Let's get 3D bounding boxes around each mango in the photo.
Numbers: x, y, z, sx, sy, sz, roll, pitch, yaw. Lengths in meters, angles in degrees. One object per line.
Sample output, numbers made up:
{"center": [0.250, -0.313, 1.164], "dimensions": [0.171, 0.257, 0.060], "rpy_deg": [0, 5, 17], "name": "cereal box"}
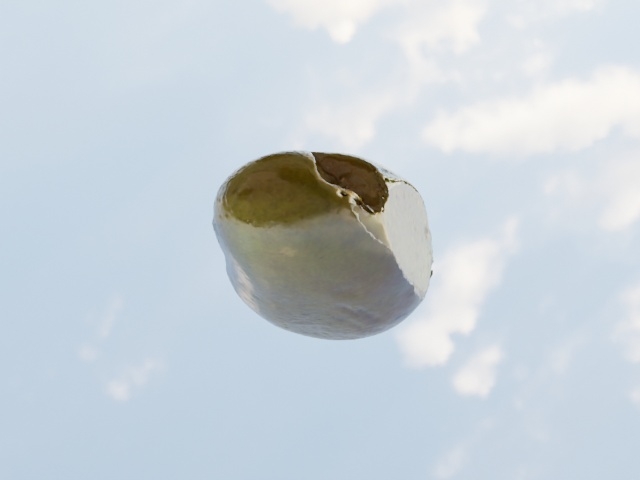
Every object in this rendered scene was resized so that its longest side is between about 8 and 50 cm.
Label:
{"center": [0.000, 0.000, 1.196], "dimensions": [0.167, 0.262, 0.130], "rpy_deg": [-14, -112, 9], "name": "mango"}
